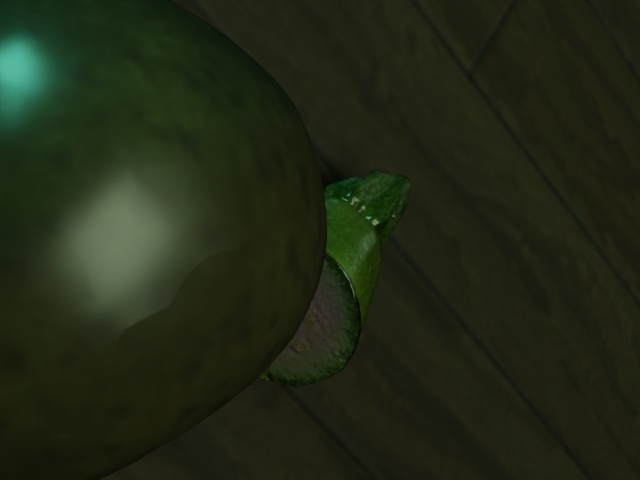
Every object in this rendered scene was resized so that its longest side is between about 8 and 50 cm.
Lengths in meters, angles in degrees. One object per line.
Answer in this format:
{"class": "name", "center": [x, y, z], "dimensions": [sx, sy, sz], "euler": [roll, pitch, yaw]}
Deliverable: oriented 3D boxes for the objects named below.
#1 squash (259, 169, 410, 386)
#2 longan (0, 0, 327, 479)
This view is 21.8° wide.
{"class": "squash", "center": [0.000, 0.005, 0.946], "dimensions": [0.132, 0.105, 0.105], "euler": [-49, 126, -51]}
{"class": "longan", "center": [-0.118, 0.000, 0.741], "dimensions": [0.246, 0.215, 0.246], "euler": [-4, 104, -15]}
